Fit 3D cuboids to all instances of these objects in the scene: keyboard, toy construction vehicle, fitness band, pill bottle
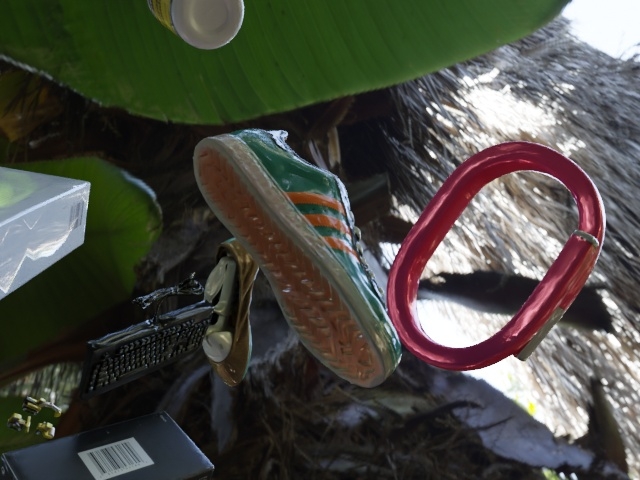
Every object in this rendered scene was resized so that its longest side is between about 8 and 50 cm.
[{"bbox_3d":[-0.308,0.170,1.314,0.033,0.317,0.202,25,-68,25],"label":"keyboard"},{"bbox_3d":[-0.589,0.363,1.458,0.098,0.086,0.035,32,-72,-24],"label":"toy construction vehicle"},{"bbox_3d":[0.198,0.019,0.830,0.291,0.209,0.054,-55,-39,5],"label":"fitness band"},{"bbox_3d":[-0.188,-0.344,1.005,0.103,0.184,0.103,-15,-57,-24],"label":"pill bottle"}]

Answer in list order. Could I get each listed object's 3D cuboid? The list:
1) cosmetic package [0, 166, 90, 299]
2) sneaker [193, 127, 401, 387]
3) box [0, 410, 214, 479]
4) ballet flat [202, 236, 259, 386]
[{"bbox_3d":[-0.456,-0.016,0.758,0.284,0.377,0.098,12,-76,0],"label":"cosmetic package"},{"bbox_3d":[0.000,0.000,0.717,0.121,0.302,0.108,-26,-16,-38],"label":"sneaker"},{"bbox_3d":[-0.371,0.480,1.172,0.296,0.182,0.294,-4,-63,-44],"label":"box"},{"bbox_3d":[-0.208,0.154,1.528,0.124,0.116,0.343,1,-78,-55],"label":"ballet flat"}]
